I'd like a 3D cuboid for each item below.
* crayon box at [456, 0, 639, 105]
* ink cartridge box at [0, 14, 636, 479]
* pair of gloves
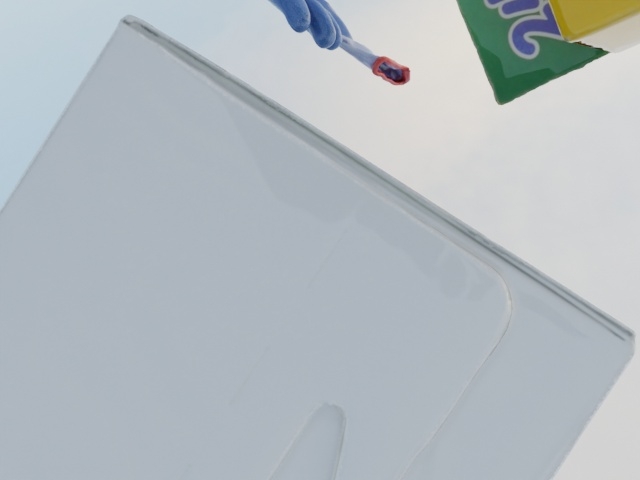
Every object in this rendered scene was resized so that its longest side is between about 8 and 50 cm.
[{"bbox_3d":[0.155,-0.202,0.365,0.323,0.203,0.083,-24,174,28],"label":"crayon box"},{"bbox_3d":[-0.029,0.053,0.465,0.198,0.197,0.270,-57,-179,3],"label":"ink cartridge box"},{"bbox_3d":[-0.025,-0.160,0.678,0.159,0.198,0.023,42,-77,22],"label":"pair of gloves"}]
